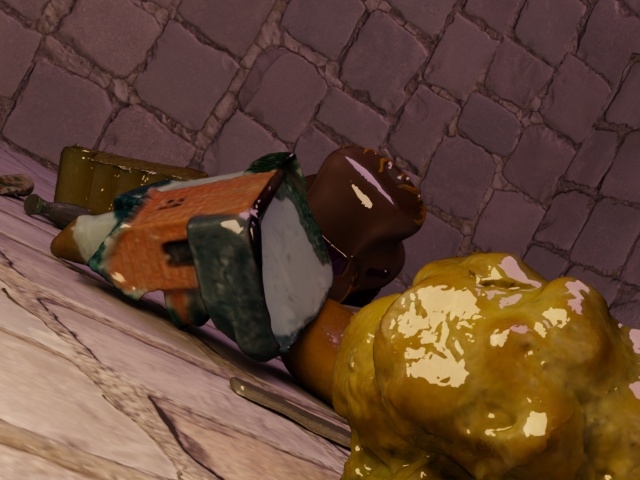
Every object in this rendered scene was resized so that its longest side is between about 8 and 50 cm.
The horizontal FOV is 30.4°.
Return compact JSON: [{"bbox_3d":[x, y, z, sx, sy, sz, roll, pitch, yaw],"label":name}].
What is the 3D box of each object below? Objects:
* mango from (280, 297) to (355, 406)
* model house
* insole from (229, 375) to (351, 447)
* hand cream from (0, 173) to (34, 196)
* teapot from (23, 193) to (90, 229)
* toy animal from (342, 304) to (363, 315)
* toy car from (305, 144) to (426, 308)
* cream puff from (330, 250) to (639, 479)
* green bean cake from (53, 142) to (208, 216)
[{"bbox_3d":[0.026,0.143,1.342,0.136,0.099,0.227,34,4,-31],"label":"mango"},{"bbox_3d":[-0.155,0.017,1.299,0.291,0.184,0.253,-3,22,14],"label":"model house"},{"bbox_3d":[0.000,0.169,1.073,0.192,0.010,0.063,28,-2,-21],"label":"insole"},{"bbox_3d":[-0.475,-0.084,1.777,0.057,0.037,0.165,28,5,6],"label":"hand cream"},{"bbox_3d":[-0.376,-0.041,1.671,0.043,0.043,0.111,28,1,30],"label":"teapot"},{"bbox_3d":[0.072,0.133,1.561,0.243,0.260,0.087,56,16,-18],"label":"toy animal"},{"bbox_3d":[0.000,0.000,1.722,0.271,0.240,0.341,47,32,12],"label":"toy car"},{"bbox_3d":[0.120,0.144,0.766,0.282,0.185,0.282,31,-27,18],"label":"cream puff"},{"bbox_3d":[-0.299,-0.070,1.846,0.236,0.124,0.233,11,4,-10],"label":"green bean cake"}]
